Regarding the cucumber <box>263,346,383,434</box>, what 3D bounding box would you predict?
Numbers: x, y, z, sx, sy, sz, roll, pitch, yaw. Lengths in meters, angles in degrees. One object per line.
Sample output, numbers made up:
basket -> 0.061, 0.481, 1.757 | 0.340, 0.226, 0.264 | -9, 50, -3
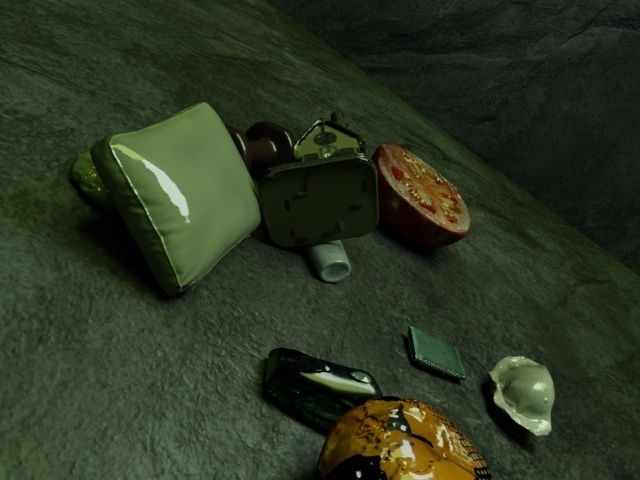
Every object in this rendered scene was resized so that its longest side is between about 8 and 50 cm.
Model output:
cucumber -> 0.014, 0.214, 0.840 | 0.193, 0.085, 0.115 | 23, 31, -12

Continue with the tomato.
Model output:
tomato -> 0.239, -0.098, 1.542 | 0.338, 0.143, 0.338 | 28, 32, -19

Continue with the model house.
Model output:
model house -> -0.019, -0.152, 1.153 | 0.219, 0.204, 0.278 | -9, 45, -3

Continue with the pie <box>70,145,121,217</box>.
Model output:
pie -> -0.324, -0.100, 0.973 | 0.187, 0.041, 0.186 | 29, 27, -17

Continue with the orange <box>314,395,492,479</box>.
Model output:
orange -> 0.101, 0.301, 0.682 | 0.235, 0.182, 0.234 | 26, 18, -9

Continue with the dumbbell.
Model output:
dumbbell -> -0.155, -0.182, 1.208 | 0.140, 0.124, 0.225 | 28, 23, 22

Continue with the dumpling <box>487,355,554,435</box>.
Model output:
dumpling -> 0.390, 0.299, 1.133 | 0.127, 0.108, 0.188 | 12, 41, 8

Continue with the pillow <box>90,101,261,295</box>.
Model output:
pillow -> -0.208, -0.079, 0.931 | 0.255, 0.120, 0.322 | 66, 24, -13

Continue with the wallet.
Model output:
wallet -> 0.224, 0.225, 1.127 | 0.129, 0.026, 0.088 | 26, 32, -23

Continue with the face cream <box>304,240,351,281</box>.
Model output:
face cream -> 0.000, 0.000, 1.189 | 0.084, 0.057, 0.198 | 7, 35, -26
